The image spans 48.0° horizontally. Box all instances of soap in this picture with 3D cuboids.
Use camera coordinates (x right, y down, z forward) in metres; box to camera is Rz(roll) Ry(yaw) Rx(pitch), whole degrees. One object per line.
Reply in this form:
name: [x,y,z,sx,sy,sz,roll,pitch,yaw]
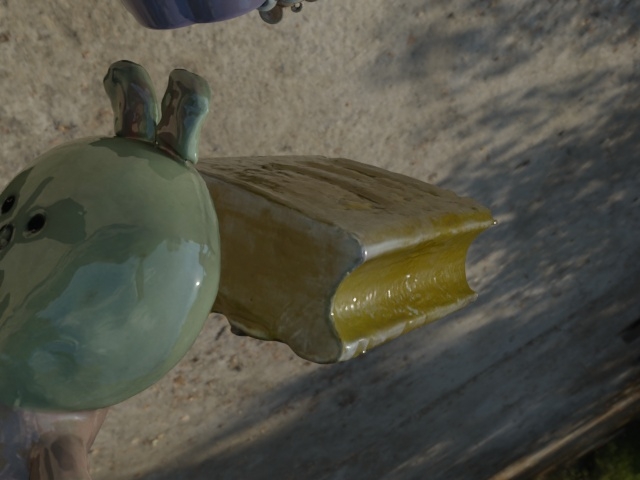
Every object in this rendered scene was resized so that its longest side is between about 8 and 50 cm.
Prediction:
soap: [0.000,0.000,0.818,0.335,0.293,0.156,-11,120,-54]

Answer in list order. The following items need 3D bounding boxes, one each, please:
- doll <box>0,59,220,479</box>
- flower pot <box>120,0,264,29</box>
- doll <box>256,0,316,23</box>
doll: [-0.129,0.046,0.350,0.275,0.155,0.113,-59,139,-13]
flower pot: [-0.137,-0.345,0.683,0.265,0.265,0.243,-25,127,-17]
doll: [-0.120,-0.521,1.297,0.154,0.119,0.278,-35,121,31]
